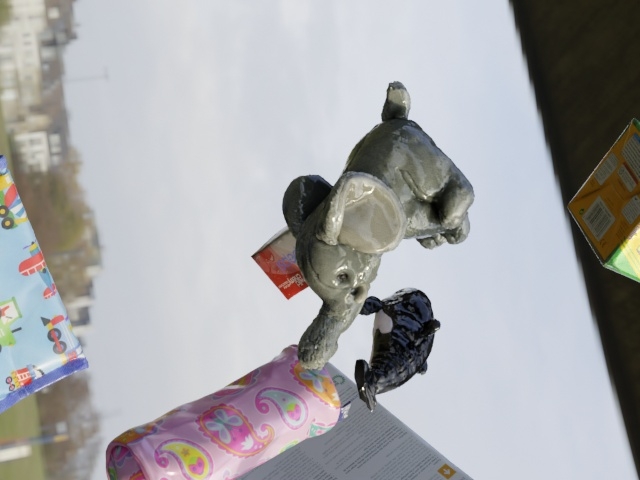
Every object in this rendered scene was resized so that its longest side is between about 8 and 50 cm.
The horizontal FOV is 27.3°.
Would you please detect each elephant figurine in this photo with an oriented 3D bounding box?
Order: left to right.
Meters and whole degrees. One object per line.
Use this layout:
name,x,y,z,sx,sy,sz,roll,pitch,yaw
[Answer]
elephant figurine,0.037,-0.015,1.406,0.186,0.239,0.169,49,-30,23

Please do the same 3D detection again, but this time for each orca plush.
orca plush,0.128,0.138,2.010,0.102,0.287,0.151,-35,-94,30

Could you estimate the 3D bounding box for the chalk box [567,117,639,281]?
chalk box,0.562,-0.024,2.012,0.179,0.289,0.180,-57,-154,24

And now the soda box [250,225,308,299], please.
soda box,0.000,0.000,1.909,0.092,0.083,0.263,50,-29,-4

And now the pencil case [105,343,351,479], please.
pencil case,-0.107,0.227,1.535,0.124,0.284,0.124,31,-47,40

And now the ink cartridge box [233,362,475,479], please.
ink cartridge box,0.018,0.371,1.988,0.330,0.324,0.071,38,-42,23

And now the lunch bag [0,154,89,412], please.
lunch bag,-0.378,0.033,1.295,0.293,0.138,0.221,12,-55,56
